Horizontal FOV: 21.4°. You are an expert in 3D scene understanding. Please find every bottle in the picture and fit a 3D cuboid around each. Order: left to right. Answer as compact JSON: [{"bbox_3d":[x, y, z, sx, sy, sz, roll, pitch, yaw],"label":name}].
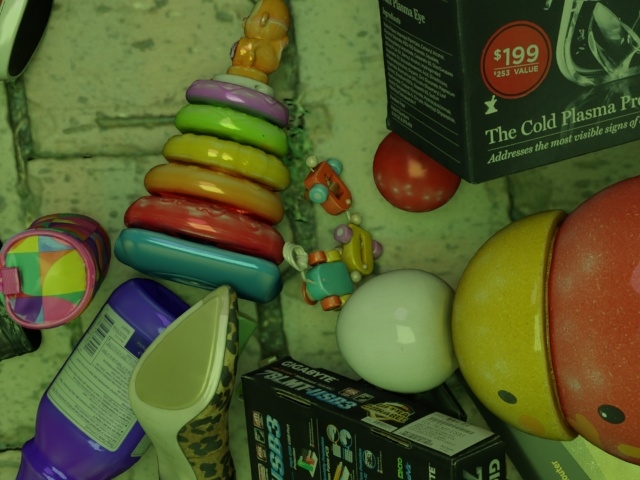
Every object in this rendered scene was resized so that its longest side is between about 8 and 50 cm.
[{"bbox_3d":[-0.223,0.177,1.708,0.118,0.092,0.283,38,100,21],"label":"bottle"}]

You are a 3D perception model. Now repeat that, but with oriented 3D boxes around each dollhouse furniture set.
[{"bbox_3d":[-0.072,0.124,1.714,0.152,0.058,0.076,30,95,2],"label":"dollhouse furniture set"}]

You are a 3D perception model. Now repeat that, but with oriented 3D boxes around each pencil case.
[{"bbox_3d":[-0.259,0.026,1.642,0.104,0.236,0.104,0,93,-4],"label":"pencil case"}]

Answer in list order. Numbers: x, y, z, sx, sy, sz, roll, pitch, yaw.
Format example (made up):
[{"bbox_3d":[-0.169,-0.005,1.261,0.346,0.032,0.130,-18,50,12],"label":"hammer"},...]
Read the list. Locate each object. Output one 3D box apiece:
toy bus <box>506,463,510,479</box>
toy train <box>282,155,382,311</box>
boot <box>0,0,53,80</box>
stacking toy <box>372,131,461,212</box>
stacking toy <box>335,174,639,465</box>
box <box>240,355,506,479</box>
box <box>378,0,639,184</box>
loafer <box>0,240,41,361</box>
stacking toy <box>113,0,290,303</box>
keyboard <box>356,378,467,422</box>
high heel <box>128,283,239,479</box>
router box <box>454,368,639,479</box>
[{"bbox_3d":[0.127,0.303,1.649,0.202,0.104,0.191,46,126,0],"label":"toy bus"},{"bbox_3d":[0.000,0.000,1.676,0.046,0.166,0.125,-26,116,35],"label":"toy train"},{"bbox_3d":[-0.355,-0.289,1.699,0.176,0.088,0.244,11,87,4],"label":"boot"},{"bbox_3d":[0.126,-0.188,1.653,0.141,0.141,0.330,13,102,4],"label":"stacking toy"},{"bbox_3d":[0.244,0.080,1.526,0.480,0.350,0.350,-5,94,23],"label":"stacking toy"},{"bbox_3d":[0.050,0.285,1.587,0.073,0.293,0.295,-18,112,-36],"label":"box"},{"bbox_3d":[0.232,-0.255,1.499,0.343,0.179,0.312,-16,115,-18],"label":"box"},{"bbox_3d":[-0.348,0.045,1.732,0.061,0.062,0.170,-22,90,11],"label":"loafer"},{"bbox_3d":[-0.087,-0.101,1.668,0.166,0.175,0.302,14,84,2],"label":"stacking toy"},{"bbox_3d":[0.049,0.189,1.728,0.180,0.023,0.108,-33,97,5],"label":"keyboard"},{"bbox_3d":[-0.108,0.161,1.659,0.093,0.186,0.261,28,100,27],"label":"high heel"},{"bbox_3d":[0.285,0.143,1.675,0.243,0.081,0.309,-33,91,6],"label":"router box"}]
